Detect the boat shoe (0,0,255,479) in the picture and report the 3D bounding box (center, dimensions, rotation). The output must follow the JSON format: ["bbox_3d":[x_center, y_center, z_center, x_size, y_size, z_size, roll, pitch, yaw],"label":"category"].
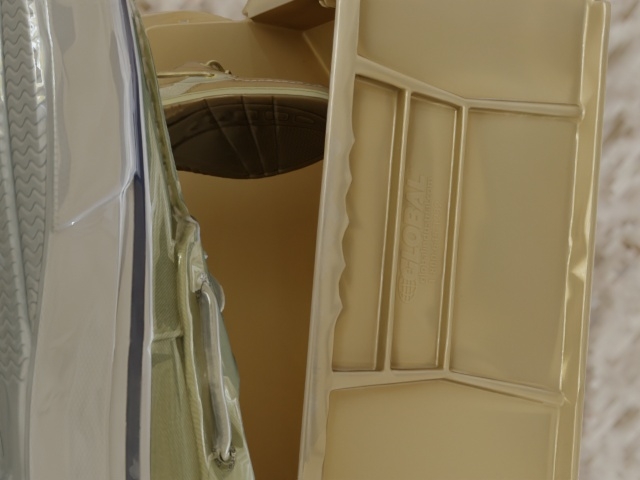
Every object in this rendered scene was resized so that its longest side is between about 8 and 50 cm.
[{"bbox_3d":[-0.074,0.037,0.595,0.094,0.109,0.302,-10,100,-46],"label":"boat shoe"}]

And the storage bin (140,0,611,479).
[{"bbox_3d":[0.000,0.000,0.853,0.123,0.262,0.260,7,84,-23],"label":"storage bin"}]

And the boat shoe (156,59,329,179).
[{"bbox_3d":[-0.054,-0.056,0.842,0.135,0.045,0.050,-3,134,7],"label":"boat shoe"}]
